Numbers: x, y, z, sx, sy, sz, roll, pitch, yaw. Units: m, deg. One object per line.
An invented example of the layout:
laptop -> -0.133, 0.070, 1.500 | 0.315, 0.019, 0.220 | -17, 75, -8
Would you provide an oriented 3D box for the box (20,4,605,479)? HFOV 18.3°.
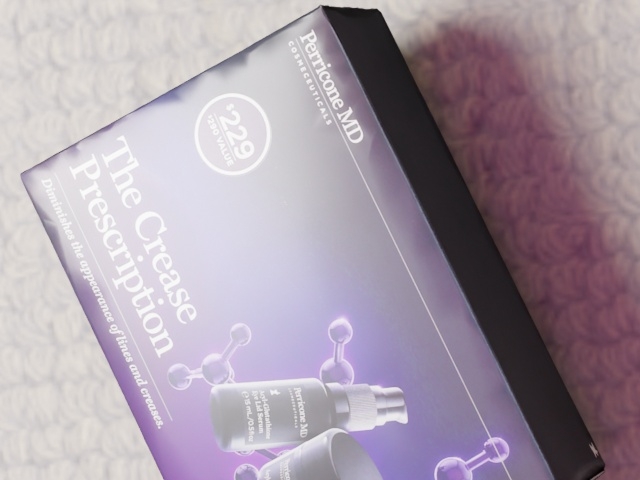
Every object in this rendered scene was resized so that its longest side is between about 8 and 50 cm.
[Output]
box -> -0.003, 0.041, 0.985 | 0.184, 0.103, 0.261 | -28, 86, 17
